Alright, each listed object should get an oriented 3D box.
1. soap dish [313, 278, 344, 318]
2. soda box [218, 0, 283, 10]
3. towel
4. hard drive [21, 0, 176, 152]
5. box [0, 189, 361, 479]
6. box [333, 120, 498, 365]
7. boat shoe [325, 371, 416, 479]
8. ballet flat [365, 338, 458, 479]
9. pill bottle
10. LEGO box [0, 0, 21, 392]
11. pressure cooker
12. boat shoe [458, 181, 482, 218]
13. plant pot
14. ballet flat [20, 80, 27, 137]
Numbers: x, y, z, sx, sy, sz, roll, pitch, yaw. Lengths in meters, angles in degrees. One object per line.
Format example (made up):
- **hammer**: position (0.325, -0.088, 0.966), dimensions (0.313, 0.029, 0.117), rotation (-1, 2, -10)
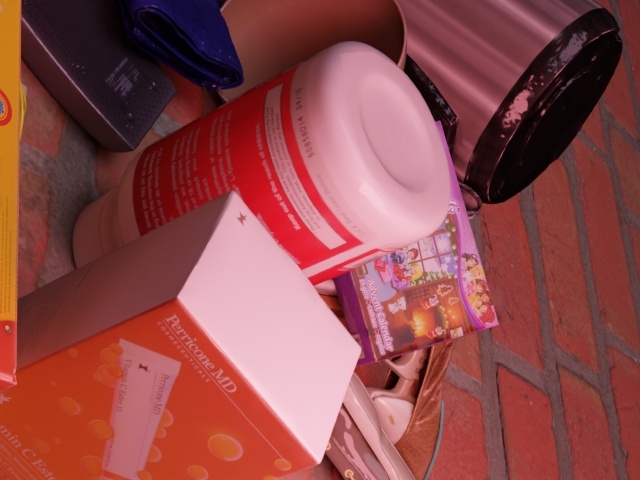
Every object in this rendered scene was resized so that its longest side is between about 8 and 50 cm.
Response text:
- **soap dish**: position (0.000, 0.000, 1.835), dimensions (0.290, 0.118, 0.229), rotation (13, 59, -53)
- **soda box**: position (-0.075, -0.428, 2.040), dimensions (0.083, 0.092, 0.263), rotation (55, 32, -18)
- **towel**: position (-0.220, -0.357, 1.756), dimensions (0.227, 0.076, 0.308), rotation (35, 31, -53)
- **hard drive**: position (-0.296, -0.238, 1.611), dimensions (0.255, 0.054, 0.172), rotation (52, 33, -20)
- **box**: position (-0.171, 0.136, 1.262), dimensions (0.215, 0.345, 0.168), rotation (51, 34, -21)
- **box**: position (0.106, 0.000, 1.736), dimensions (0.200, 0.057, 0.293), rotation (-14, 86, -28)
- **boat shoe**: position (0.068, 0.320, 1.747), dimensions (0.305, 0.091, 0.109), rotation (62, 10, -7)
- **ballet flat**: position (0.122, 0.185, 1.820), dimensions (0.124, 0.116, 0.343), rotation (16, 92, -34)
- **pill bottle**: position (-0.077, -0.041, 1.466), dimensions (0.229, 0.407, 0.229), rotation (36, 42, -40)
- **LEGO box**: position (-0.465, -0.118, 1.138), dimensions (0.372, 0.193, 0.500), rotation (26, 49, -46)
- **pressure cooker**: position (0.218, -0.305, 2.075), dimensions (0.420, 0.370, 0.375), rotation (41, 15, 18)
- **boat shoe**: position (0.132, -0.074, 1.870), dimensions (0.306, 0.105, 0.113), rotation (27, 48, -48)
- **plant pot**: position (-0.009, -0.232, 1.880), dimensions (0.191, 0.284, 0.284), rotation (74, 10, -60)
- **ballet flat**: position (-0.368, -0.191, 1.460), dimensions (0.231, 0.077, 0.077), rotation (71, 15, 13)
